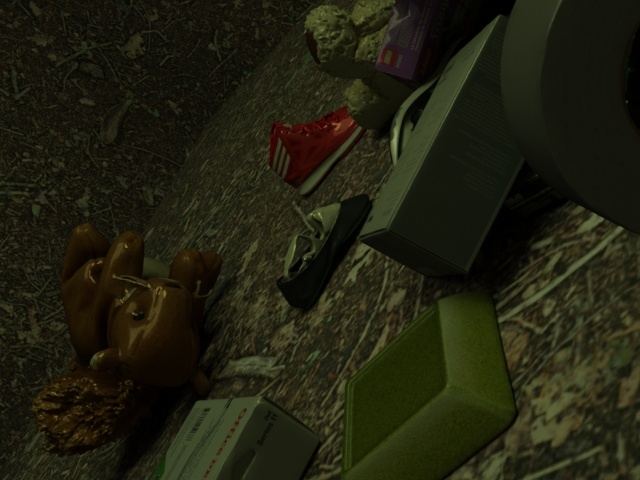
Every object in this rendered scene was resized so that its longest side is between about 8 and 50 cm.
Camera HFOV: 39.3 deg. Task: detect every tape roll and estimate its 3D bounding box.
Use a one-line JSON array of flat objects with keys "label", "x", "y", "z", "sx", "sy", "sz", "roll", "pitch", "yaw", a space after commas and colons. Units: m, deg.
[{"label": "tape roll", "x": 0.233, "y": -0.113, "z": 0.581, "sx": 0.219, "sy": 0.219, "sz": 0.072, "roll": -51, "pitch": 16, "yaw": 6}]

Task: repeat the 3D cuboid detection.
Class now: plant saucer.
[{"label": "plant saucer", "x": 0.079, "y": 0.139, "z": 0.793, "sx": 0.188, "sy": 0.045, "sz": 0.188, "roll": -45, "pitch": 18, "yaw": 23}]

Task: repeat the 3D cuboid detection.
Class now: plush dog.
[{"label": "plush dog", "x": 0.111, "y": -0.333, "z": 1.411, "sx": 0.211, "sy": 0.262, "sz": 0.225, "roll": -11, "pitch": 61, "yaw": 23}]

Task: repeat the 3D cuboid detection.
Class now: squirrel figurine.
[{"label": "squirrel figurine", "x": -0.308, "y": 0.189, "z": 1.496, "sx": 0.396, "sy": 0.281, "sz": 0.370, "roll": -66, "pitch": 26, "yaw": 5}]

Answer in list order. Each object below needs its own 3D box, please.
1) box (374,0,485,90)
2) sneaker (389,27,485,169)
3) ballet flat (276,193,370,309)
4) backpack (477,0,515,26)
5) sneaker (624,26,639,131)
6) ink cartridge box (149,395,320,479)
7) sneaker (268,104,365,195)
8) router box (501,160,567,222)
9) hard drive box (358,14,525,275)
[{"label": "box", "x": 0.170, "y": -0.340, "z": 1.174, "sx": 0.201, "sy": 0.057, "sz": 0.293, "roll": 0, "pitch": -71, "yaw": -67}, {"label": "sneaker", "x": 0.180, "y": -0.169, "z": 1.067, "sx": 0.124, "sy": 0.107, "sz": 0.283, "roll": -22, "pitch": 34, "yaw": 52}, {"label": "ballet flat", "x": 0.000, "y": 0.000, "z": 1.264, "sx": 0.203, "sy": 0.074, "sz": 0.074, "roll": -59, "pitch": 17, "yaw": -20}, {"label": "backpack", "x": 0.239, "y": -0.404, "z": 1.371, "sx": 0.173, "sy": 0.117, "sz": 0.158, "roll": -34, "pitch": 24, "yaw": 55}, {"label": "sneaker", "x": 0.267, "y": -0.220, "z": 0.676, "sx": 0.146, "sy": 0.134, "sz": 0.343, "roll": -141, "pitch": 51, "yaw": -76}, {"label": "ink cartridge box", "x": -0.107, "y": 0.257, "z": 0.985, "sx": 0.153, "sy": 0.087, "sz": 0.208, "roll": -59, "pitch": 16, "yaw": -23}, {"label": "sneaker", "x": -0.009, "y": -0.197, "z": 1.596, "sx": 0.221, "sy": 0.128, "sz": 0.087, "roll": -53, "pitch": 17, "yaw": 5}, {"label": "router box", "x": 0.230, "y": -0.081, "z": 0.848, "sx": 0.122, "sy": 0.038, "sz": 0.092, "roll": -34, "pitch": 23, "yaw": 49}, {"label": "hard drive box", "x": 0.139, "y": -0.086, "z": 0.906, "sx": 0.232, "sy": 0.089, "sz": 0.181, "roll": -62, "pitch": 4, "yaw": -5}]
